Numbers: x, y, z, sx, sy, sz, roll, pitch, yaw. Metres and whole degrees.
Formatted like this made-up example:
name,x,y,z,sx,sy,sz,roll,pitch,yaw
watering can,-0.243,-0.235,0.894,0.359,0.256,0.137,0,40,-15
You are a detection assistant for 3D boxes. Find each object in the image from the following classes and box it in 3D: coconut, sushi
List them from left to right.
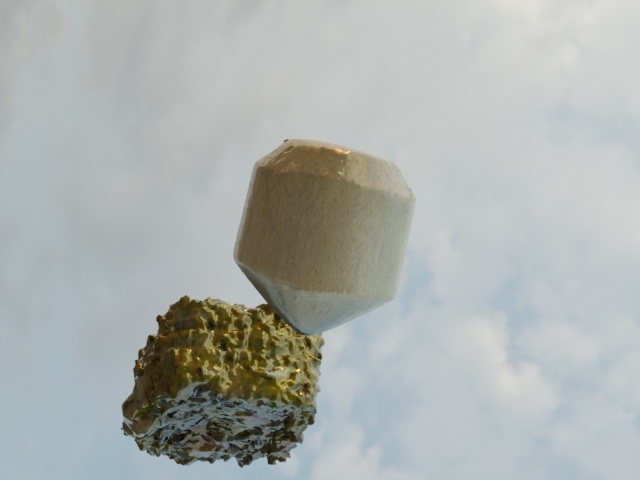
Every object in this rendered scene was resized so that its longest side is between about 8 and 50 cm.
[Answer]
name,x,y,z,sx,sy,sz,roll,pitch,yaw
sushi,-0.198,0.281,1.528,0.396,0.351,0.240,121,-25,-50
coconut,0.000,0.000,1.080,0.237,0.237,0.266,12,-86,50
